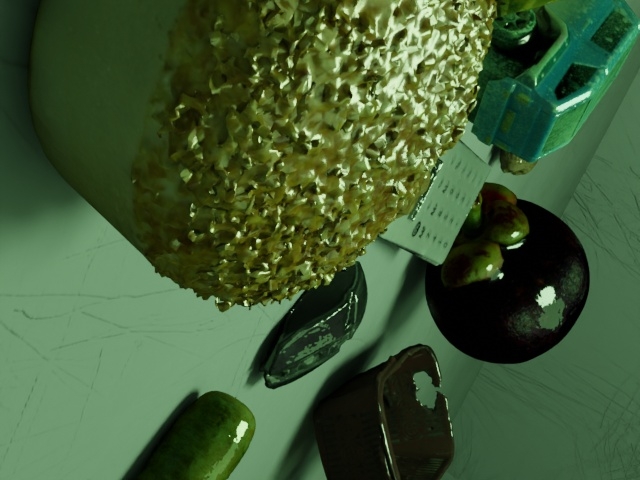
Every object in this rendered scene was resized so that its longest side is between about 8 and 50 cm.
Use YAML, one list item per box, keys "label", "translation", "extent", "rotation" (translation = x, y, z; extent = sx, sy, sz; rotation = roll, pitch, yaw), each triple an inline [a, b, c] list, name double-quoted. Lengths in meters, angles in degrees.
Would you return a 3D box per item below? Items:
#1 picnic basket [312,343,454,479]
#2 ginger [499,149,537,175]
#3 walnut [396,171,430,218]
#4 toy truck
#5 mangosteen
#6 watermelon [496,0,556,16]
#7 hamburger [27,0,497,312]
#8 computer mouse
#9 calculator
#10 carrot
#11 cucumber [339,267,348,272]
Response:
- label: "picnic basket"
  translation: [0.092, 0.280, 1.702]
  extent: [0.297, 0.129, 0.223]
  rotation: [-21, 100, -67]
- label: "ginger"
  translation: [0.331, -0.167, 1.819]
  extent: [0.137, 0.074, 0.213]
  rotation: [-49, 168, -34]
- label: "walnut"
  translation: [0.070, -0.067, 1.143]
  extent: [0.096, 0.082, 0.079]
  rotation: [91, 6, -59]
- label: "toy truck"
  translation: [0.273, -0.231, 1.320]
  extent: [0.279, 0.156, 0.155]
  rotation: [-50, 166, -27]
- label: "mangosteen"
  translation: [0.275, 0.037, 1.750]
  extent: [0.275, 0.275, 0.302]
  rotation: [-51, 127, -27]
- label: "watermelon"
  translation: [0.267, -0.372, 1.197]
  extent: [0.303, 0.159, 0.128]
  rotation: [-54, 126, -22]
- label: "hamburger"
  translation: [-0.012, -0.099, 0.600]
  extent: [0.276, 0.179, 0.294]
  rotation: [-58, 166, 0]
- label: "computer mouse"
  translation: [0.003, 0.097, 1.274]
  extent: [0.192, 0.062, 0.106]
  rotation: [-50, 163, -36]
- label: "calculator"
  translation: [0.144, -0.057, 1.437]
  extent: [0.161, 0.021, 0.261]
  rotation: [-62, 156, 3]
- label: "carrot"
  translation: [-0.183, 0.286, 1.027]
  extent: [0.358, 0.074, 0.074]
  rotation: [-51, 164, -21]
- label: "cucumber"
  translation: [0.000, 0.000, 1.101]
  extent: [0.053, 0.053, 0.181]
  rotation: [-57, 167, -7]
